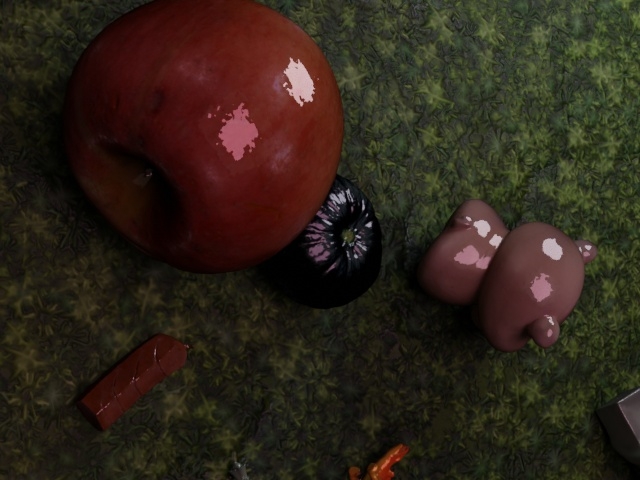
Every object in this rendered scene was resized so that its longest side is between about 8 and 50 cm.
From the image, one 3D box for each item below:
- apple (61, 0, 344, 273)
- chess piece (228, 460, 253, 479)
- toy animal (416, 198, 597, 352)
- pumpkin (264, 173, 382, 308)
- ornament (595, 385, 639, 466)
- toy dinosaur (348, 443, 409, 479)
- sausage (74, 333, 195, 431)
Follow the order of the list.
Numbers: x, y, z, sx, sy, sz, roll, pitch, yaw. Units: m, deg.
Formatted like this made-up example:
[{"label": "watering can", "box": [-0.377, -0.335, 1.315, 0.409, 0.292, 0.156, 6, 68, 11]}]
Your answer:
[{"label": "apple", "box": [-0.140, -0.146, 1.505, 0.364, 0.364, 0.364, 4, 82, -28]}, {"label": "chess piece", "box": [-0.101, 0.352, 1.640, 0.042, 0.042, 0.093, -24, 89, -29]}, {"label": "toy animal", "box": [0.272, 0.041, 1.773, 0.221, 0.229, 0.210, 45, 60, -15]}, {"label": "pumpkin", "box": [0.000, 0.000, 1.682, 0.202, 0.140, 0.202, 6, 81, -43]}, {"label": "ornament", "box": [0.569, 0.375, 1.954, 0.130, 0.120, 0.285, -41, 102, -24]}, {"label": "toy dinosaur", "box": [0.051, 0.420, 1.699, 0.117, 0.070, 0.288, 45, 70, -17]}, {"label": "sausage", "box": [-0.246, 0.181, 1.566, 0.169, 0.065, 0.065, -41, 103, -27]}]
